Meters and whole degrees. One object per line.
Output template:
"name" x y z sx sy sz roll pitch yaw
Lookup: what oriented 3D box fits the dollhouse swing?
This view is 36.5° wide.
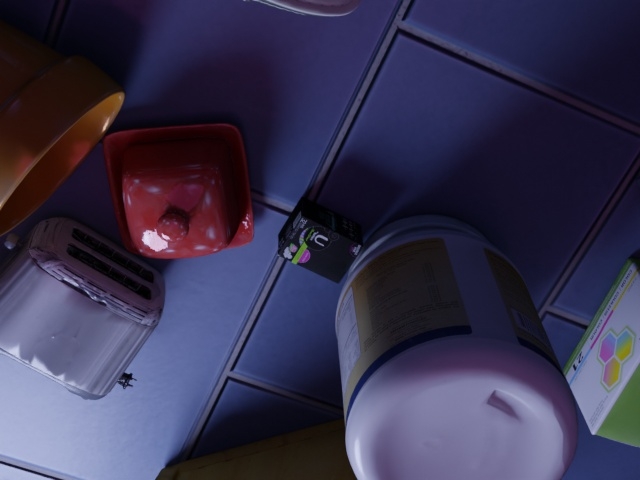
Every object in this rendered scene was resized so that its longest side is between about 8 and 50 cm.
"dollhouse swing" -0.023 0.402 1.212 0.346 0.305 0.315 -16 118 6

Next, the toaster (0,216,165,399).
"toaster" -0.280 0.080 1.127 0.227 0.129 0.146 34 110 -19

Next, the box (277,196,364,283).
"box" 0.000 0.000 1.136 0.083 0.052 0.062 26 116 -16

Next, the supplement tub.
"supplement tub" 0.133 0.127 1.059 0.228 0.316 0.228 -1 118 -1

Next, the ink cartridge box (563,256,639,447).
"ink cartridge box" 0.396 0.167 1.126 0.097 0.255 0.189 17 116 -11

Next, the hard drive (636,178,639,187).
"hard drive" 0.552 -0.077 1.122 0.307 0.040 0.203 -34 114 16

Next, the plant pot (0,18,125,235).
"plant pot" -0.335 -0.139 0.981 0.188 0.205 0.205 42 110 -5

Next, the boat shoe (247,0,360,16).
"boat shoe" -0.101 -0.300 0.949 0.304 0.091 0.109 22 78 -16

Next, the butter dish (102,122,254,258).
"butter dish" -0.158 -0.037 1.073 0.159 0.118 0.160 -5 118 0
